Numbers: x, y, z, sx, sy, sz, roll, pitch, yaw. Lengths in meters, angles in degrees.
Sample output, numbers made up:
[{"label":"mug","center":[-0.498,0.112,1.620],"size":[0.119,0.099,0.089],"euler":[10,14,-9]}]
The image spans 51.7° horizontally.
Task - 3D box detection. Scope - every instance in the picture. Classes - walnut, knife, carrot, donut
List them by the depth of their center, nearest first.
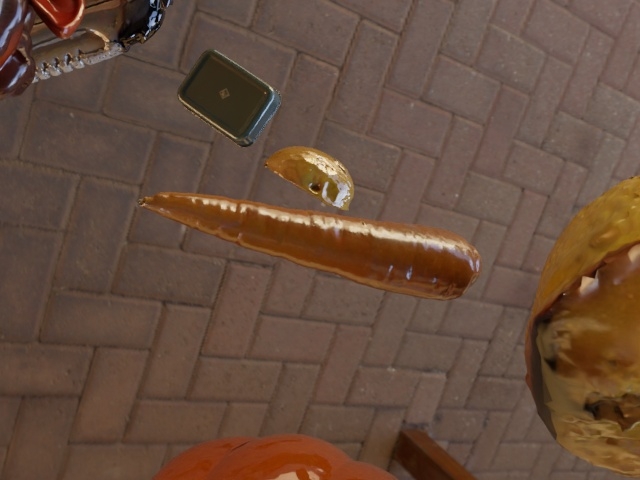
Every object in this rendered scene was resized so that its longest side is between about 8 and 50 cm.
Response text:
[{"label":"donut","center":[0.230,0.056,0.353],"size":[0.253,0.253,0.118],"euler":[39,48,-32]},{"label":"carrot","center":[0.000,0.000,0.396],"size":[0.216,0.048,0.048],"euler":[12,101,-17]},{"label":"knife","center":[-0.288,-0.149,0.545],"size":[0.365,0.089,0.043],"euler":[-21,160,-2]},{"label":"walnut","center":[-0.006,-0.084,0.808],"size":[0.121,0.091,0.052],"euler":[28,98,-18]}]

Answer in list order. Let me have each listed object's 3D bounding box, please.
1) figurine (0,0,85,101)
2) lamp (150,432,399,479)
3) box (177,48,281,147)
[{"label":"figurine","center":[-0.222,-0.109,0.283],"size":[0.226,0.183,0.160],"euler":[-22,150,-24]},{"label":"lamp","center":[-0.021,0.210,0.344],"size":[0.196,0.223,0.223],"euler":[-24,124,-62]},{"label":"box","center":[-0.121,-0.188,0.863],"size":[0.091,0.126,0.031],"euler":[-54,167,3]}]
